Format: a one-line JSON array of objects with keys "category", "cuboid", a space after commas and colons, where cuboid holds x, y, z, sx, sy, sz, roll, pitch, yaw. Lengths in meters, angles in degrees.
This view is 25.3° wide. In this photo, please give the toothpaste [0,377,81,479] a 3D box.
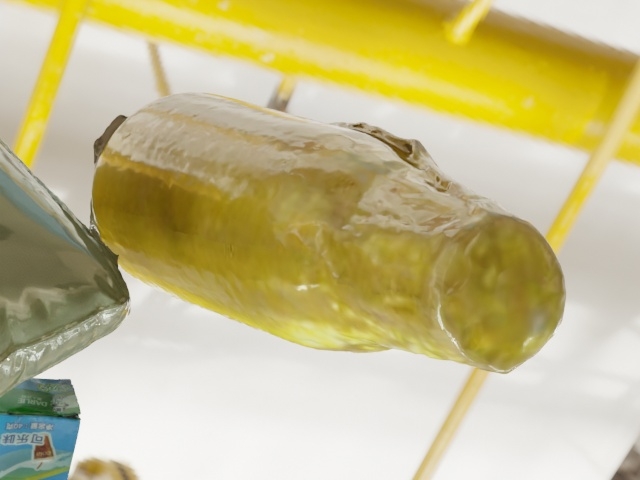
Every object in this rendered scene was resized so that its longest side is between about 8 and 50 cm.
[{"category": "toothpaste", "cuboid": [-0.221, 0.217, 0.982, 0.065, 0.266, 0.050, 6, -156, -23]}]

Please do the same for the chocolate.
[{"category": "chocolate", "cuboid": [0.000, 0.000, 0.899, 0.162, 0.162, 0.445, 10, -176, -30]}]

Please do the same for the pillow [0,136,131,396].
[{"category": "pillow", "cuboid": [-0.298, -0.008, 0.889, 0.255, 0.119, 0.322, -31, -118, -27]}]
